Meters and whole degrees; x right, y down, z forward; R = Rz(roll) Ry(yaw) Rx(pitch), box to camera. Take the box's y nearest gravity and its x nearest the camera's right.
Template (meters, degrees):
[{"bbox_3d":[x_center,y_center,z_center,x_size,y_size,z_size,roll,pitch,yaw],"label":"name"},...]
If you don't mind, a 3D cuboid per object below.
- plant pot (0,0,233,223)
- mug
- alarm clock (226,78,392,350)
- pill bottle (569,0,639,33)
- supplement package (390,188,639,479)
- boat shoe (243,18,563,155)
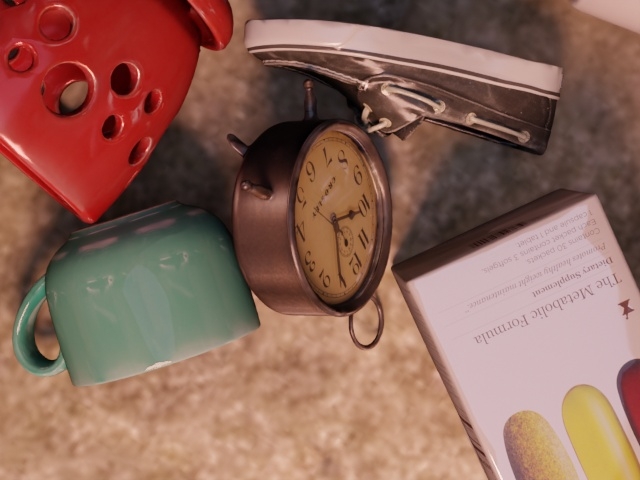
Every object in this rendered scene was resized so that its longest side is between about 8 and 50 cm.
[{"bbox_3d":[-0.161,-0.132,1.198,0.191,0.191,0.174,43,83,-4],"label":"plant pot"},{"bbox_3d":[-0.127,0.034,1.231,0.158,0.129,0.097,-18,94,-12],"label":"mug"},{"bbox_3d":[0.000,0.000,1.249,0.064,0.129,0.192,-3,130,34],"label":"alarm clock"},{"bbox_3d":[0.373,-0.170,1.199,0.392,0.224,0.224,20,92,-3],"label":"pill bottle"},{"bbox_3d":[0.162,0.104,1.249,0.139,0.134,0.244,-25,94,-1],"label":"supplement package"},{"bbox_3d":[0.053,-0.103,1.260,0.219,0.078,0.070,11,92,-5],"label":"boat shoe"}]
